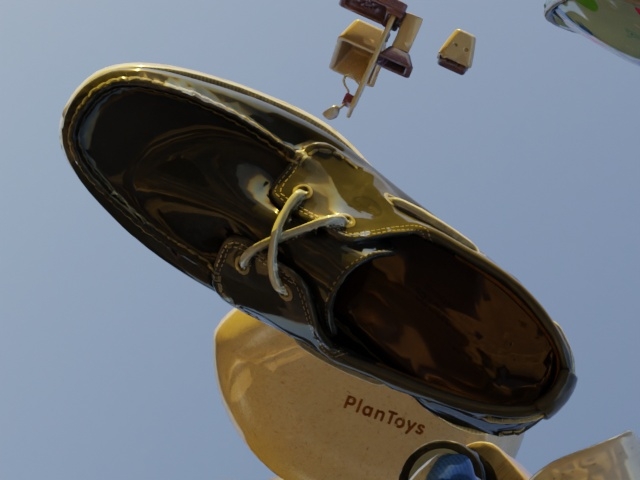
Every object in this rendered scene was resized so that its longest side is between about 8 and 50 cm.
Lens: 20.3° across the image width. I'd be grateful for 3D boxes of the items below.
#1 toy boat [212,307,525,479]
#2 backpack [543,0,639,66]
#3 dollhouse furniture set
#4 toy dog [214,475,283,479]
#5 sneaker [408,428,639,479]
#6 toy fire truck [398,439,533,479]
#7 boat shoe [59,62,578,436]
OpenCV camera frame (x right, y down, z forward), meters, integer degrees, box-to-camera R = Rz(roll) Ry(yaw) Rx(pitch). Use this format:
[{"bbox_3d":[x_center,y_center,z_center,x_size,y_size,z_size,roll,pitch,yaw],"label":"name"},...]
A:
[{"bbox_3d":[0.008,0.177,1.485,0.318,0.267,0.148,-62,-174,11],"label":"toy boat"},{"bbox_3d":[0.186,-0.150,0.708,0.191,0.253,0.225,-63,-170,0],"label":"backpack"},{"bbox_3d":[0.036,-0.092,1.121,0.114,0.091,0.081,114,0,-76],"label":"dollhouse furniture set"},{"bbox_3d":[-0.025,0.375,1.463,0.284,0.395,0.408,-39,-116,10],"label":"toy dog"},{"bbox_3d":[0.130,0.190,0.618,0.322,0.130,0.236,17,-58,52],"label":"sneaker"},{"bbox_3d":[0.109,0.280,1.105,0.217,0.158,0.246,-45,-120,2],"label":"toy fire truck"},{"bbox_3d":[0.000,0.000,0.715,0.084,0.233,0.079,-57,-178,1],"label":"boat shoe"}]
